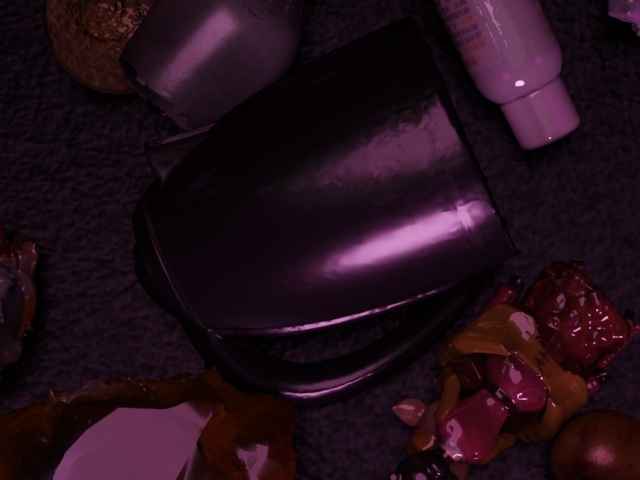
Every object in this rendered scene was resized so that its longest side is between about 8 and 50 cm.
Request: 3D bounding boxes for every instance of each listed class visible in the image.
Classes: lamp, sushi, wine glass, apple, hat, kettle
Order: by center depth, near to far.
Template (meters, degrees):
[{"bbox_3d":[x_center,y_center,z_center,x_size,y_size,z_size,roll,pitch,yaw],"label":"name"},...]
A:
[{"bbox_3d":[0.000,0.000,1.408,0.290,0.207,0.268,-25,107,5],"label":"kettle"},{"bbox_3d":[0.139,0.124,1.410,0.118,0.118,0.253,43,84,8],"label":"lamp"},{"bbox_3d":[0.228,0.174,1.416,0.084,0.084,0.071,23,50,6],"label":"apple"},{"bbox_3d":[-0.303,0.091,1.443,0.097,0.103,0.226,39,86,-9],"label":"sushi"},{"bbox_3d":[-0.054,-0.198,1.464,0.126,0.126,0.241,41,84,8],"label":"wine glass"},{"bbox_3d":[-0.180,-0.201,1.507,0.146,0.067,0.146,-10,110,-28],"label":"hat"}]

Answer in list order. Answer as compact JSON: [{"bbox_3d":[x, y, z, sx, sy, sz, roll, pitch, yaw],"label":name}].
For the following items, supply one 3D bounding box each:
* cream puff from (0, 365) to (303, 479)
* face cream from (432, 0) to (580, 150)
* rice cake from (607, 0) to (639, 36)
[{"bbox_3d":[-0.144,0.204,1.388,0.269,0.155,0.241,24,83,4],"label":"cream puff"},{"bbox_3d":[0.135,-0.201,1.456,0.082,0.082,0.269,-28,98,-2],"label":"face cream"},{"bbox_3d":[0.271,-0.281,1.489,0.080,0.042,0.221,8,78,-39],"label":"rice cake"}]
